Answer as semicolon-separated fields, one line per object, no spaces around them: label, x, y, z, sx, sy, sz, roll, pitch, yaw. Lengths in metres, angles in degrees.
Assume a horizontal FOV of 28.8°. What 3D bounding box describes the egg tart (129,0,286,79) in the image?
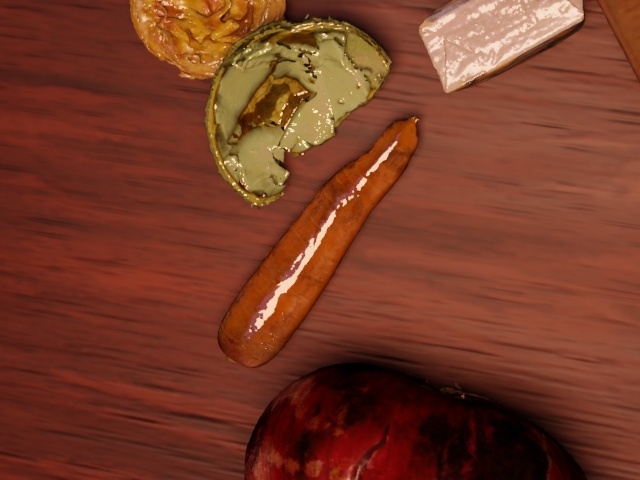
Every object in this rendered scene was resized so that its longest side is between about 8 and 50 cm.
egg tart;-0.084;-0.188;0.982;0.129;0.049;0.128;0;91;12

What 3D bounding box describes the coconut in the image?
coconut;-0.025;-0.113;0.954;0.158;0.055;0.133;-34;121;7

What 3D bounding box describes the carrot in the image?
carrot;0.000;0.000;0.984;0.059;0.059;0.248;38;99;6

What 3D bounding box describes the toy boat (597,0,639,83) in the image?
toy boat;0.241;-0.224;0.863;0.162;0.136;0.445;-24;89;-9

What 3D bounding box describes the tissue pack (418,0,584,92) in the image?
tissue pack;0.133;-0.155;0.887;0.109;0.148;0.060;-27;92;14

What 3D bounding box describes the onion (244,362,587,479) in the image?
onion;0.068;0.204;0.909;0.281;0.221;0.281;8;61;-14
